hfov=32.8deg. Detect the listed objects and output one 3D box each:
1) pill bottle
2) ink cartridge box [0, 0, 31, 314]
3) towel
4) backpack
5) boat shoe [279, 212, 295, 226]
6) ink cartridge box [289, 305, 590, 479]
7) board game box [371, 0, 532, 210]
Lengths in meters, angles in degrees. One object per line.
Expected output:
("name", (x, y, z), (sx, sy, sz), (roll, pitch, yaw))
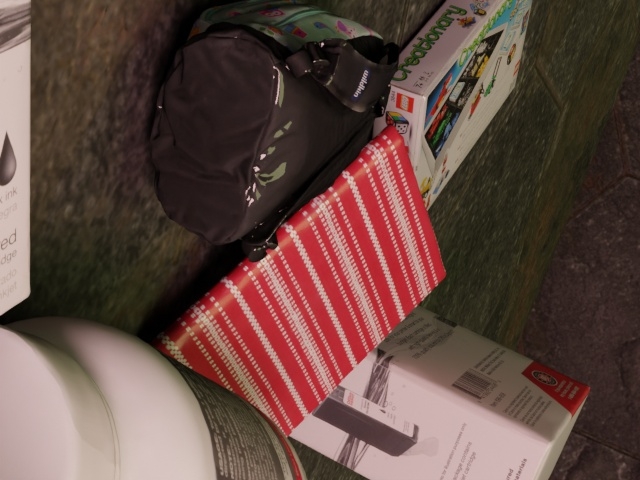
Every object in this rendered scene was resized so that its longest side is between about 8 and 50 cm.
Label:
("pill bottle", (-0.123, 0.141, 0.592), (0.176, 0.176, 0.318), (-64, 160, -11))
("ink cartridge box", (-0.180, -0.052, 0.360), (0.160, 0.093, 0.219), (-42, 149, -51))
("towel", (-0.017, 0.058, 0.855), (0.275, 0.031, 0.199), (-43, 143, -15))
("backpack", (-0.026, -0.091, 0.693), (0.182, 0.115, 0.152), (-39, 158, -55))
("boat shoe", (0.000, 0.000, 0.920), (0.065, 0.075, 0.206), (-60, 155, -11))
("ink cartridge box", (0.093, 0.149, 1.032), (0.197, 0.273, 0.114), (-18, 131, -65))
("board game box", (0.142, -0.165, 1.145), (0.305, 0.053, 0.193), (-51, 156, -39))
